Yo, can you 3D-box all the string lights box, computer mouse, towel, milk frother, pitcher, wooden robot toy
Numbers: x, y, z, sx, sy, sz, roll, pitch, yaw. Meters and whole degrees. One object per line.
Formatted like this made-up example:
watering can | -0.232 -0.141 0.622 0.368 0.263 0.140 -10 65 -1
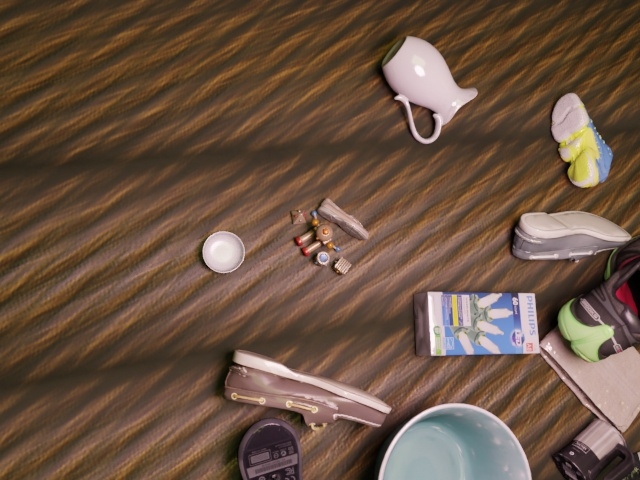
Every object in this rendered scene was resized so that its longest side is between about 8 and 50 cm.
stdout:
string lights box | 0.338 0.181 1.149 0.259 0.077 0.134 2 79 -15
computer mouse | -0.099 0.460 0.995 0.188 0.072 0.273 -5 94 -18
towel | 0.650 0.285 1.230 0.187 0.049 0.282 -42 92 -19
milk frother | 0.609 0.499 1.166 0.134 0.129 0.143 -30 132 -17
pitcher | 0.226 -0.340 1.199 0.207 0.125 0.178 36 89 -18
wooden robot toy | 0.000 0.000 1.091 0.076 0.079 0.173 -34 90 -18

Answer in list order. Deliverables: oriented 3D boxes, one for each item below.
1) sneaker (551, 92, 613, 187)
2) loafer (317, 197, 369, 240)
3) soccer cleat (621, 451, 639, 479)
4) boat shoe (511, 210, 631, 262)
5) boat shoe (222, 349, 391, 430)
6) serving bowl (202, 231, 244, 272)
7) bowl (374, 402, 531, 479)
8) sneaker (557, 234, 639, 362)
sneaker | 0.655 -0.245 1.316 0.126 0.091 0.241 1 79 -33
loafer | 0.055 -0.047 1.134 0.125 0.045 0.039 31 67 -5
soccer cleat | 0.754 0.511 1.203 0.178 0.072 0.060 -20 86 -17
boat shoe | 0.592 -0.003 1.257 0.319 0.116 0.099 1 123 -21
boat shoe | -0.026 0.304 1.016 0.324 0.116 0.097 20 80 -7
serving bowl | -0.195 0.025 1.062 0.083 0.027 0.084 2 80 -14
bowl | 0.229 0.469 1.025 0.311 0.163 0.312 3 79 -14
sneaker | 0.726 0.111 1.170 0.482 0.202 0.185 -32 86 -35
